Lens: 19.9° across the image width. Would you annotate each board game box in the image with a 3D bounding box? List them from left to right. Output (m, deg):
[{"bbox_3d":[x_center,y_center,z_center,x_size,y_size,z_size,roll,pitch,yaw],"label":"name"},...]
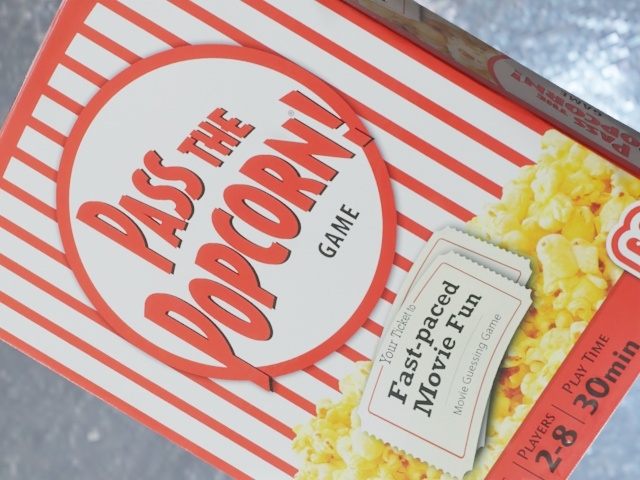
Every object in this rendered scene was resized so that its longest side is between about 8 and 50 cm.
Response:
[{"bbox_3d":[0.000,0.000,0.534,0.193,0.045,0.147,30,113,1],"label":"board game box"}]
